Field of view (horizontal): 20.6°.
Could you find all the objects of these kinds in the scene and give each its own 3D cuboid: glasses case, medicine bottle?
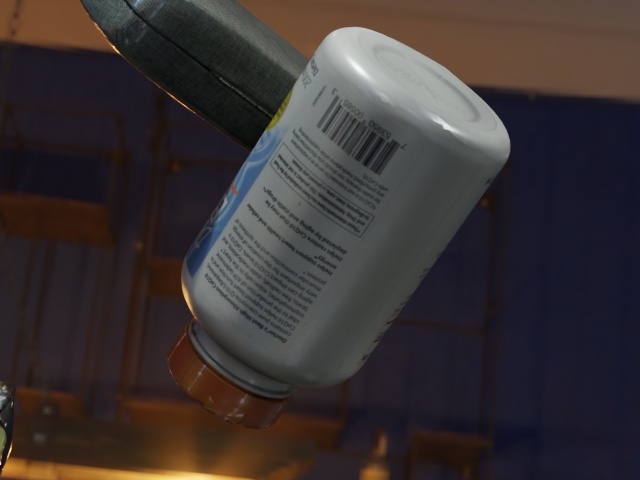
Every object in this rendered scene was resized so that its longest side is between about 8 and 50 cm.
[{"bbox_3d":[-0.057,-0.127,1.381,0.074,0.131,0.323,-47,-48,10],"label":"glasses case"},{"bbox_3d":[0.000,0.000,1.290,0.157,0.157,0.288,20,-66,-36],"label":"medicine bottle"}]

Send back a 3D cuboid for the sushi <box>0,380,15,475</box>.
[{"bbox_3d":[-0.226,0.167,0.784,0.139,0.131,0.291,14,-53,-11],"label":"sushi"}]
